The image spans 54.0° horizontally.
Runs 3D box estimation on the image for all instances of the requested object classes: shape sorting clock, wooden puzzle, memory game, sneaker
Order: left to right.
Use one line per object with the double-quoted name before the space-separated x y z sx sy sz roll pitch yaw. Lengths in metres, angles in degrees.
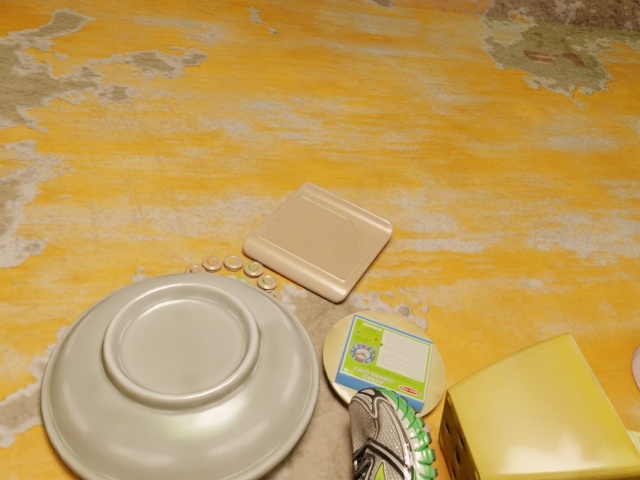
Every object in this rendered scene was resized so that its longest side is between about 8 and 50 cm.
"memory game" -0.159 0.089 1.097 0.186 0.012 0.186 8 42 -7
"wooden puzzle" 0.000 0.000 1.225 0.221 0.044 0.238 27 47 14
"sneaker" 0.072 0.335 0.792 0.146 0.134 0.343 4 42 -10
"shape sorting clock" 0.104 0.201 1.022 0.206 0.040 0.206 11 42 -10

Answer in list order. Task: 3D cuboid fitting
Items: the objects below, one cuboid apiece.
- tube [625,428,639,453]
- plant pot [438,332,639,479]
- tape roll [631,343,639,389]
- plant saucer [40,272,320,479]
"tube" 0.526 0.336 0.980 0.240 0.062 0.070 15 81 -6
"plant pot" 0.277 0.285 0.869 0.187 0.212 0.212 -9 44 -5
"tape roll" 0.695 0.211 1.080 0.246 0.169 0.246 8 41 -7
"plant saucer" -0.197 0.168 0.906 0.401 0.100 0.400 4 43 -3
